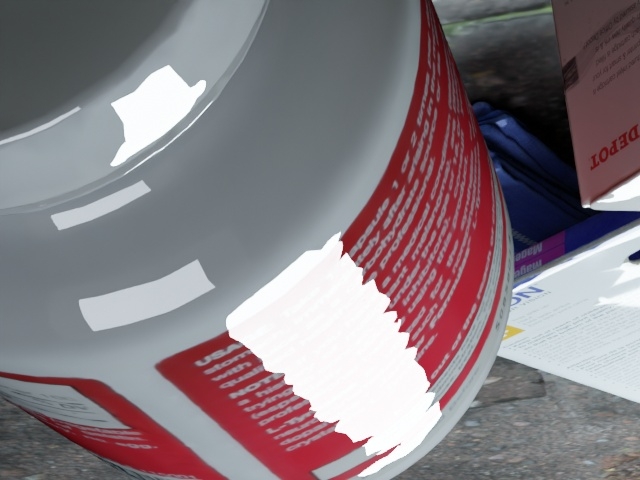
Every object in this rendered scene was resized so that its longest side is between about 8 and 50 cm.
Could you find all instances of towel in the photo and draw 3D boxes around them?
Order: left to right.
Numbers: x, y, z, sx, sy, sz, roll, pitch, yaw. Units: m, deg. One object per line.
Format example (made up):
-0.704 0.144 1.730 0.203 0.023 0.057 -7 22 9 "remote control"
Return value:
0.000 0.000 1.166 0.336 0.040 0.243 -13 162 25 "towel"

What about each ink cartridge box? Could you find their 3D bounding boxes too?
0.143 -0.089 0.781 0.056 0.135 0.099 4 159 -26 "ink cartridge box"
0.264 -0.006 1.099 0.324 0.071 0.330 -28 150 30 "ink cartridge box"

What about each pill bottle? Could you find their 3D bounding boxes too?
-0.061 -0.041 0.726 0.229 0.229 0.408 -9 160 10 "pill bottle"
